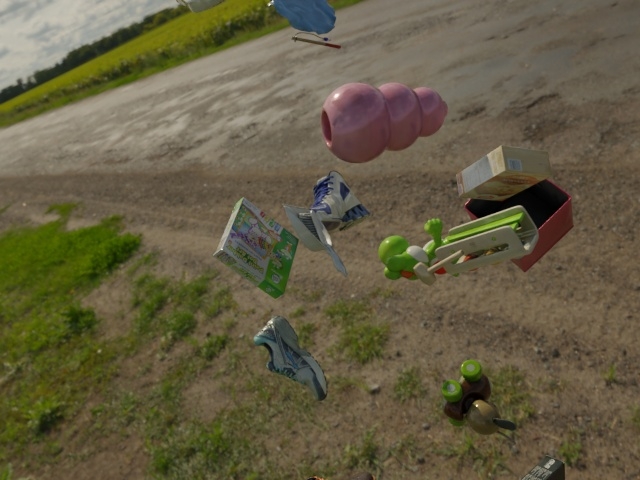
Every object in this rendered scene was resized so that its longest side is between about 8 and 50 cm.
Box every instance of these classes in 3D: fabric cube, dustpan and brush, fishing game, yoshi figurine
[{"bbox_3d":[0.710,-0.088,2.002,0.254,0.258,0.259,-46,58,5],"label":"fabric cube"},{"bbox_3d":[0.000,0.000,1.339,0.060,0.211,0.147,-26,-10,19],"label":"dustpan and brush"},{"bbox_3d":[-0.048,-0.575,1.398,0.189,0.264,0.041,-1,-29,-31],"label":"fishing game"},{"bbox_3d":[0.347,0.033,1.923,0.361,0.204,0.203,-11,4,-29],"label":"yoshi figurine"}]

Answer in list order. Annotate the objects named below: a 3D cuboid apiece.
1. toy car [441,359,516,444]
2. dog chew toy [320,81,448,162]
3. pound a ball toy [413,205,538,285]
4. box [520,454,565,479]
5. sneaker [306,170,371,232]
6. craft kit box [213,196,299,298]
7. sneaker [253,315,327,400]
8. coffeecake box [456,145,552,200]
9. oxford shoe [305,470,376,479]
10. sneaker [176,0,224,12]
[{"bbox_3d":[0.413,0.424,1.407,0.149,0.155,0.188,-39,45,-18],"label":"toy car"},{"bbox_3d":[0.173,-0.319,1.468,0.331,0.207,0.207,-12,24,-11],"label":"dog chew toy"},{"bbox_3d":[0.461,0.044,1.671,0.319,0.136,0.208,-24,17,47],"label":"pound a ball toy"},{"bbox_3d":[0.410,0.543,1.084,0.190,0.184,0.045,-17,19,-38],"label":"box"},{"bbox_3d":[0.018,-0.116,1.758,0.127,0.182,0.315,-36,-12,33],"label":"sneaker"},{"bbox_3d":[-0.198,0.022,1.803,0.061,0.249,0.247,-33,30,40],"label":"craft kit box"},{"bbox_3d":[-0.092,0.369,1.667,0.122,0.283,0.110,-33,-15,-26],"label":"sneaker"},{"bbox_3d":[0.455,-0.164,1.412,0.142,0.068,0.185,2,-16,-21],"label":"coffeecake box"},{"bbox_3d":[0.022,0.592,1.312,0.271,0.099,0.096,-14,-9,-40],"label":"oxford shoe"},{"bbox_3d":[-0.306,-0.650,1.351,0.135,0.150,0.365,-42,40,-14],"label":"sneaker"}]
